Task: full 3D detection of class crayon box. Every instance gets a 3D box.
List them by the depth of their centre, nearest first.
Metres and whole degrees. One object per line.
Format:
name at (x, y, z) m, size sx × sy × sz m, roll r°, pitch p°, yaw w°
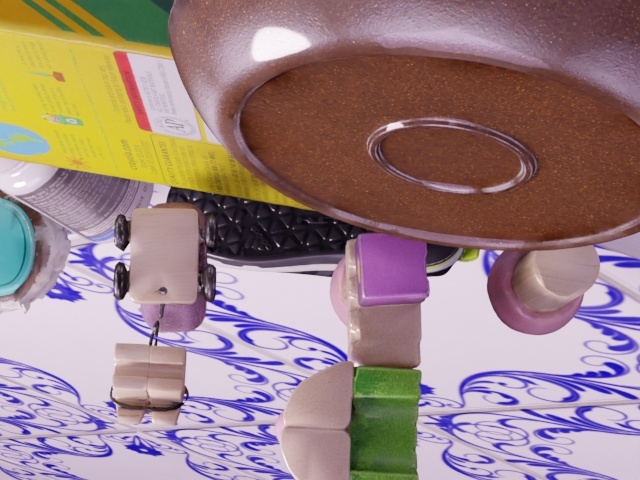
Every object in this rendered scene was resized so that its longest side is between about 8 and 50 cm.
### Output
crayon box at (-0.145, -0.113, 0.995) m, size 0.319 × 0.081 × 0.202 m, roll 10°, pitch 160°, yaw 5°

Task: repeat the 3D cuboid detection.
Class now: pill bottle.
pill bottle at (-0.191, -0.057, 1.179) m, size 0.078 × 0.078 × 0.137 m, roll -2°, pitch 156°, yaw 35°

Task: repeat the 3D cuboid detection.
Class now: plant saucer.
plant saucer at (0.070, -0.061, 0.838) m, size 0.311 × 0.050 × 0.310 m, roll 9°, pitch 160°, yaw 3°

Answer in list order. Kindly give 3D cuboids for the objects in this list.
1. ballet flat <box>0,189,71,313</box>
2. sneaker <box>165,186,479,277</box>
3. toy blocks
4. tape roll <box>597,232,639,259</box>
ballet flat at (-0.391, -0.015, 1.287) m, size 0.409 × 0.147 × 0.147 m, roll 11°, pitch 160°, yaw 4°
sneaker at (0.000, 0.000, 1.215) m, size 0.235 × 0.084 × 0.097 m, roll 7°, pitch 161°, yaw 13°
toy blocks at (0.022, 0.132, 1.093) m, size 0.309 × 0.288 × 0.260 m, roll 2°, pitch 172°, yaw -2°
tape roll at (0.259, -0.073, 0.881) m, size 0.392 × 0.072 × 0.392 m, roll 11°, pitch 160°, yaw 4°
